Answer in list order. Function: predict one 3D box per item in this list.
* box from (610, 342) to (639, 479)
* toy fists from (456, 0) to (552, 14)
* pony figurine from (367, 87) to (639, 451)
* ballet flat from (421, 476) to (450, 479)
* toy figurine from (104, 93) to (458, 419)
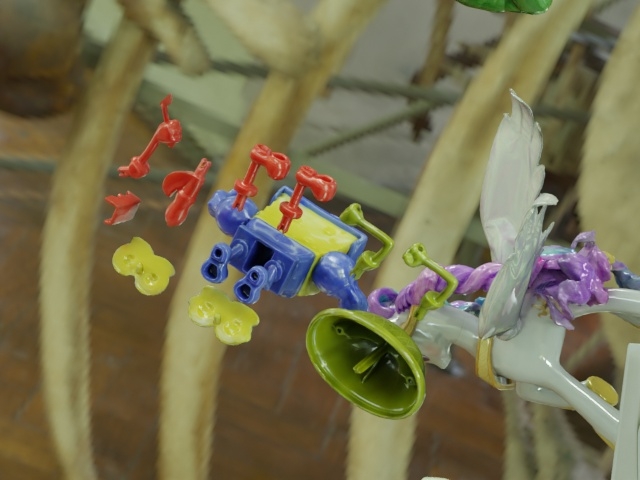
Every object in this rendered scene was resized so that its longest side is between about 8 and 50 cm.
[{"bbox_3d":[0.378,0.232,1.508,0.127,0.261,0.231,10,-4,-35],"label":"box"},{"bbox_3d":[0.145,-0.303,1.235,0.142,0.279,0.096,10,-1,-3],"label":"toy fists"},{"bbox_3d":[0.237,0.062,1.861,0.364,0.351,0.303,20,30,-4],"label":"pony figurine"},{"bbox_3d":[0.073,0.240,1.336,0.123,0.123,0.348,35,7,26],"label":"ballet flat"},{"bbox_3d":[0.000,0.000,1.664,0.363,0.191,0.217,30,22,18],"label":"toy figurine"}]
